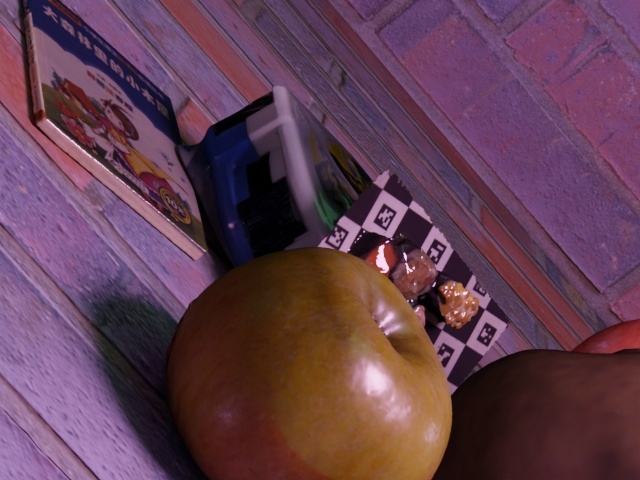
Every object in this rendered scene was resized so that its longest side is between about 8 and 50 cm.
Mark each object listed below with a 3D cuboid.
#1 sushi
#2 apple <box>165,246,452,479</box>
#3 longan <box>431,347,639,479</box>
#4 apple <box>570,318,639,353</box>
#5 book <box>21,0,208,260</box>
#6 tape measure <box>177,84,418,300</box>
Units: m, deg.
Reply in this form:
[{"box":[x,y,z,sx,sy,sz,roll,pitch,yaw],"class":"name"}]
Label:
[{"box":[0.090,0.077,1.710,0.043,0.192,0.279,25,-22,48],"class":"sushi"},{"box":[-0.006,0.122,1.390,0.261,0.194,0.261,46,17,-19],"class":"apple"},{"box":[0.260,0.249,1.569,0.361,0.361,0.361,47,14,-16],"class":"longan"},{"box":[0.407,0.276,1.992,0.364,0.364,0.364,47,14,-16],"class":"apple"},{"box":[-0.214,-0.133,1.753,0.228,0.018,0.322,42,17,-32],"class":"book"},{"box":[0.000,-0.002,1.812,0.259,0.138,0.262,41,17,-43],"class":"tape measure"}]
